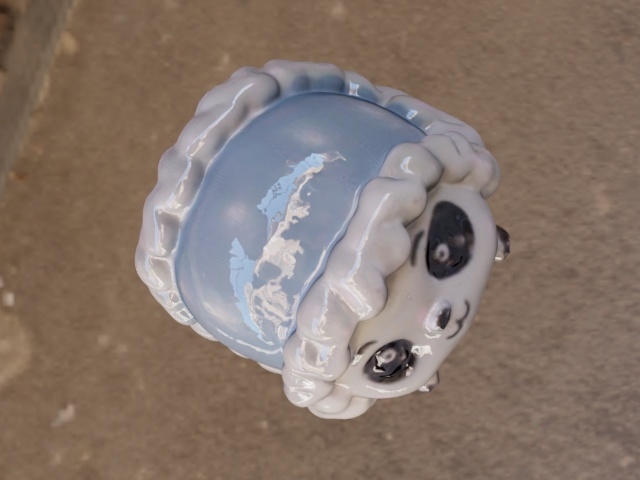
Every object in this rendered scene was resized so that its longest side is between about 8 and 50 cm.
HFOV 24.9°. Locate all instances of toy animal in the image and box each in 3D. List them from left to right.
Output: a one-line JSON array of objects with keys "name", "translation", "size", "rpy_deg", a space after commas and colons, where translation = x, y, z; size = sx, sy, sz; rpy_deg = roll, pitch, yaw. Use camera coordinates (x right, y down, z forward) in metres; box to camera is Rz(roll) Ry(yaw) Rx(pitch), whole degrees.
[{"name": "toy animal", "translation": [0.000, 0.000, 0.897], "size": [0.204, 0.156, 0.208], "rpy_deg": [33, 100, 25]}]
